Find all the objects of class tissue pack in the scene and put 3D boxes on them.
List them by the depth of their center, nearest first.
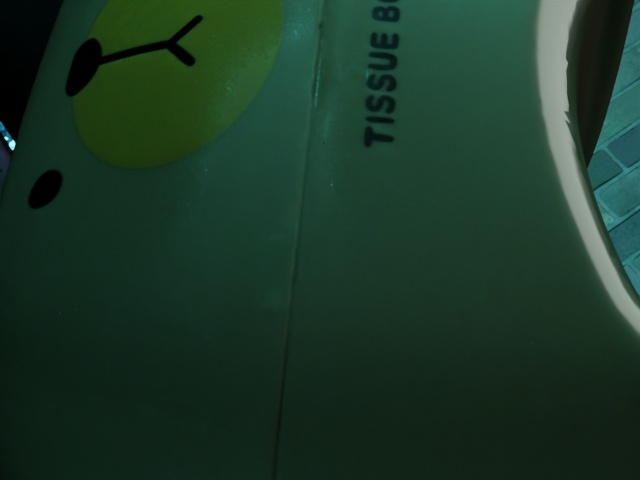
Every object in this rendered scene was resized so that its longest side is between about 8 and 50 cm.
[{"bbox_3d":[0.000,0.000,0.485,0.267,0.276,0.387,87,9,-57],"label":"tissue pack"}]

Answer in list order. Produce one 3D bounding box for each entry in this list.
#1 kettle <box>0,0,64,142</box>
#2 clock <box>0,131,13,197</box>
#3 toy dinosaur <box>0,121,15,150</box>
[{"bbox_3d":[-0.166,-0.140,0.724,0.262,0.203,0.308,12,-34,21],"label":"kettle"},{"bbox_3d":[-0.255,-0.089,0.610,0.228,0.090,0.248,56,-11,4],"label":"clock"},{"bbox_3d":[-0.305,-0.107,0.862,0.363,0.147,0.076,62,-10,19],"label":"toy dinosaur"}]
